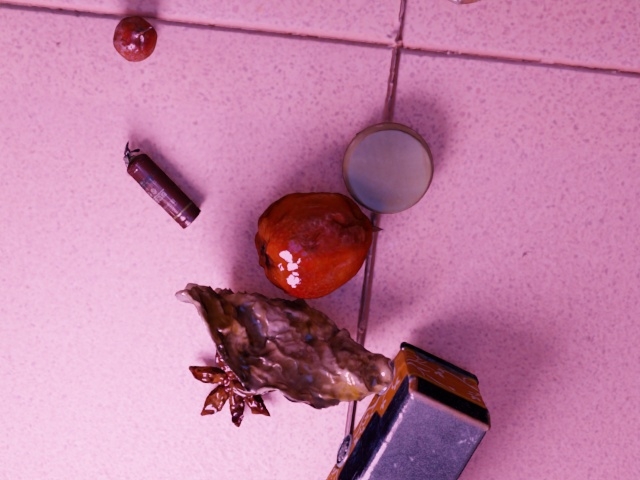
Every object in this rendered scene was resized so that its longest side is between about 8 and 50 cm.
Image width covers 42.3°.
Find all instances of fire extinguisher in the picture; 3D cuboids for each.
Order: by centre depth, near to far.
[{"bbox_3d":[-0.258,-0.087,1.309,0.158,0.043,0.064,47,142,-10],"label":"fire extinguisher"}]

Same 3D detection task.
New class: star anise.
[{"bbox_3d":[-0.142,0.238,1.388,0.167,0.057,0.168,2,105,9],"label":"star anise"}]

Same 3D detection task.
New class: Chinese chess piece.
[{"bbox_3d":[0.105,-0.113,1.298,0.144,0.058,0.144,0,106,-2],"label":"Chinese chess piece"}]

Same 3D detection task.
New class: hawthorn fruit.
[{"bbox_3d":[-0.271,-0.301,1.224,0.066,0.103,0.067,-2,96,-22],"label":"hawthorn fruit"},{"bbox_3d":[-0.014,0.001,1.284,0.173,0.173,0.179,45,72,-10],"label":"hawthorn fruit"}]

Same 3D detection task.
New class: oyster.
[{"bbox_3d":[-0.055,0.154,1.270,0.351,0.238,0.115,23,104,0],"label":"oyster"}]

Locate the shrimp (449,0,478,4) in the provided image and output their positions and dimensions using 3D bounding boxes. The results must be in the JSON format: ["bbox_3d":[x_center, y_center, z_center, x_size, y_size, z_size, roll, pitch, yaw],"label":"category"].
[{"bbox_3d":[0.256,-0.440,1.230,0.195,0.035,0.148,-15,102,5],"label":"shrimp"}]

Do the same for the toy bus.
[{"bbox_3d":[0.130,0.355,1.347,0.161,0.194,0.324,26,102,-8],"label":"toy bus"}]
